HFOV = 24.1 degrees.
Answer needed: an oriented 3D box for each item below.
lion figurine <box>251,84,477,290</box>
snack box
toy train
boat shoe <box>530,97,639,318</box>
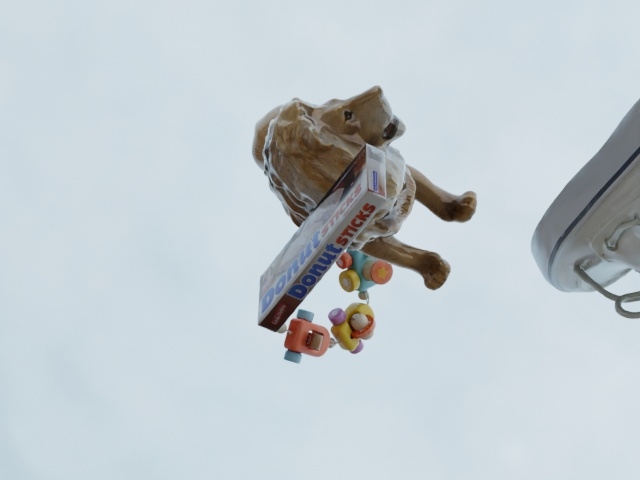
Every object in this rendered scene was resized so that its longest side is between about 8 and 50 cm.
[{"bbox_3d":[0.007,-0.071,1.490,0.240,0.142,0.392,27,-3,-22],"label":"lion figurine"},{"bbox_3d":[0.000,0.000,1.271,0.022,0.064,0.178,24,-53,-20],"label":"snack box"},{"bbox_3d":[0.024,0.063,1.614,0.046,0.125,0.166,10,-103,46],"label":"toy train"},{"bbox_3d":[0.298,-0.007,1.261,0.156,0.136,0.367,63,-24,18],"label":"boat shoe"}]
